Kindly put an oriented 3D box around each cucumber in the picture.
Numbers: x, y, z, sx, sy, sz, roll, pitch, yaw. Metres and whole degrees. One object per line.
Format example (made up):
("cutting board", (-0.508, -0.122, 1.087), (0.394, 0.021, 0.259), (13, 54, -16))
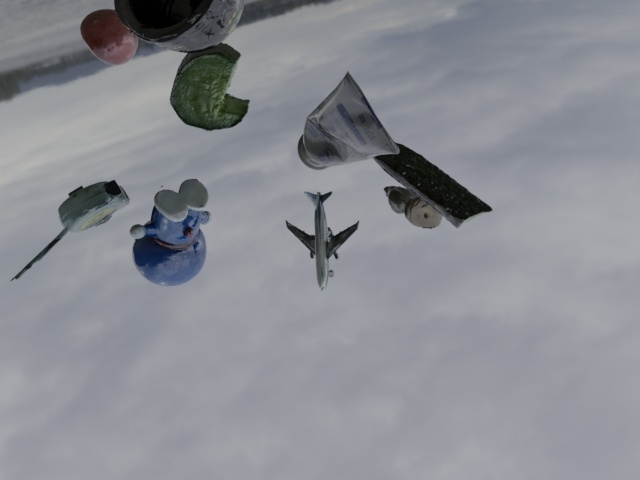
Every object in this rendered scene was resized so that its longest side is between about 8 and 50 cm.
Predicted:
("cucumber", (0.206, -0.115, 1.486), (0.077, 0.265, 0.077), (-48, 171, -10))
("cucumber", (-0.261, -0.359, 1.790), (0.191, 0.191, 0.130), (-15, -150, 2))

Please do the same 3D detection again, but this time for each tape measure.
("tape measure", (-0.599, -0.033, 1.769), (0.330, 0.084, 0.164), (-33, 172, -8))

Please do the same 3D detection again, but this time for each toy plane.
("toy plane", (0.002, -0.002, 1.689), (0.226, 0.226, 0.058), (2, -165, 45))

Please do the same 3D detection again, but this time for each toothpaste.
("toothpaste", (0.027, -0.125, 0.892), (0.061, 0.096, 0.266), (-36, -174, -11))

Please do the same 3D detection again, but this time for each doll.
("doll", (-0.323, -0.016, 1.650), (0.215, 0.257, 0.161), (-16, -126, -37))

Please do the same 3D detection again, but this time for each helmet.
("helmet", (-0.259, -0.471, 1.518), (0.279, 0.230, 0.160), (16, 175, 37))

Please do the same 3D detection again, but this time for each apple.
("apple", (-0.552, -0.539, 2.035), (0.120, 0.153, 0.153), (-34, -164, 8))

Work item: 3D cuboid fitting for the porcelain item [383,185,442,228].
("porcelain item", (0.190, -0.088, 1.720), (0.081, 0.069, 0.215), (2, -163, -21))
